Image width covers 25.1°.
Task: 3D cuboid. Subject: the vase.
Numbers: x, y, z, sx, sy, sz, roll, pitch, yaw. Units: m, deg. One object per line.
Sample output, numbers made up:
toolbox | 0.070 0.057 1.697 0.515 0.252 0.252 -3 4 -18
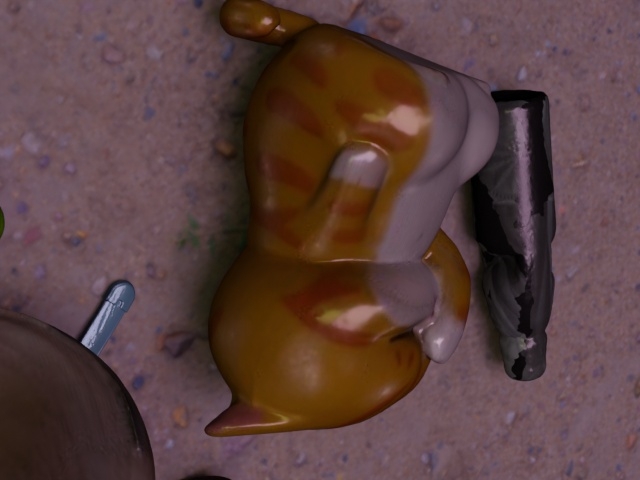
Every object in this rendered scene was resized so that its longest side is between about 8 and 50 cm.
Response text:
vase | 0.140 0.001 1.028 0.060 0.060 0.211 -13 105 -26

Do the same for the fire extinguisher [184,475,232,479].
fire extinguisher | -0.046 0.265 0.982 0.099 0.071 0.231 -43 122 -46

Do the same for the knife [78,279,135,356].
knife | -0.147 0.067 0.914 0.027 0.010 0.096 36 80 -29

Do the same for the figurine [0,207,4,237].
figurine | -0.302 0.004 0.744 0.263 0.143 0.162 -24 81 -9

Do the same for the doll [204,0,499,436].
doll | 0.016 -0.007 0.904 0.166 0.162 0.270 4 94 -60

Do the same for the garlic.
garlic | -0.213 0.152 0.769 0.210 0.292 0.237 -66 165 13
